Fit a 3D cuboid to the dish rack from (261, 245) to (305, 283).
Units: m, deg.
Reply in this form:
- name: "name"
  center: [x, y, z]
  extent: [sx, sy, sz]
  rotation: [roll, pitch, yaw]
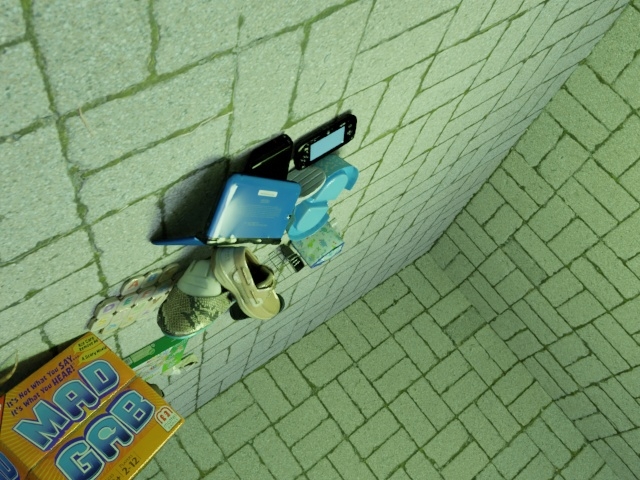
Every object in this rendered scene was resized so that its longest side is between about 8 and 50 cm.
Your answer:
- name: "dish rack"
  center: [-0.192, 0.129, 2.178]
  extent: [0.271, 0.074, 0.208]
  rotation: [-37, 165, -4]

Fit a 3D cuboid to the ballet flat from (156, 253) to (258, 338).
- name: "ballet flat"
  center: [-0.305, 0.120, 1.740]
  extent: [0.483, 0.164, 0.182]
  rotation: [-28, 135, -69]

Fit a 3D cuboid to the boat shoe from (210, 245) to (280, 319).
- name: "boat shoe"
  center: [-0.182, 0.126, 1.716]
  extent: [0.110, 0.121, 0.341]
  rotation: [-11, 147, 18]

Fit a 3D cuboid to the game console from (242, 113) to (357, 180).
- name: "game console"
  center: [-0.048, -0.220, 1.534]
  extent: [0.361, 0.044, 0.213]
  rotation: [-33, 165, -20]

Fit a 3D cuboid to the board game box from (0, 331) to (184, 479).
- name: "board game box"
  center: [-0.655, 0.542, 1.605]
  extent: [0.356, 0.356, 0.356]
  rotation: [-50, 176, 39]

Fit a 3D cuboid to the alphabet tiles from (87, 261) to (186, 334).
- name: "alphabet tiles"
  center: [-0.494, 0.165, 1.671]
  extent: [0.284, 0.021, 0.278]
  rotation: [-22, 158, -47]

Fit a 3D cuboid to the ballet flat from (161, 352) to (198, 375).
- name: "ballet flat"
  center: [-0.569, 0.514, 2.473]
  extent: [0.168, 0.052, 0.057]
  rotation: [-27, 162, -36]

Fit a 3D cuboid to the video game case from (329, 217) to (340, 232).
- name: "video game case"
  center: [0.000, 0.000, 2.350]
  extent: [0.183, 0.023, 0.201]
  rotation: [-38, 166, -3]

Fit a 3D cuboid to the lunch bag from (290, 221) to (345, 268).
- name: "lunch bag"
  center: [-0.012, 0.014, 2.152]
  extent: [0.151, 0.129, 0.096]
  rotation: [-33, 164, -23]

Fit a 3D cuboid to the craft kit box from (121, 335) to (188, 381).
- name: "craft kit box"
  center: [-0.598, 0.429, 2.153]
  extent: [0.250, 0.061, 0.246]
  rotation: [-28, 165, -34]

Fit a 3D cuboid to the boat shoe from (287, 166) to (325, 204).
- name: "boat shoe"
  center: [-0.090, -0.131, 1.663]
  extent: [0.226, 0.083, 0.076]
  rotation: [-27, 177, 0]

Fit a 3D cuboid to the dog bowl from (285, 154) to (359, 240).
- name: "dog bowl"
  center: [-0.012, -0.127, 1.781]
  extent: [0.166, 0.074, 0.297]
  rotation: [-8, 141, -52]

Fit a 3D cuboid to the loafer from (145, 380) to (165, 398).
- name: "loafer"
  center: [-0.624, 0.531, 2.091]
  extent: [0.130, 0.134, 0.366]
  rotation: [-46, 172, -14]

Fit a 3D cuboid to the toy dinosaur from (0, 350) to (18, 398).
- name: "toy dinosaur"
  center: [-0.794, 0.362, 1.461]
  extent: [0.211, 0.064, 0.112]
  rotation: [-33, 163, -20]

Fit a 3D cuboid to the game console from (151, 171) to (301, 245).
- name: "game console"
  center: [-0.224, -0.066, 1.488]
  extent: [0.293, 0.173, 0.250]
  rotation: [0, 116, -60]

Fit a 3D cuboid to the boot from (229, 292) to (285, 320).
- name: "boot"
  center: [-0.204, 0.248, 2.369]
  extent: [0.246, 0.094, 0.207]
  rotation: [-17, 174, 26]
